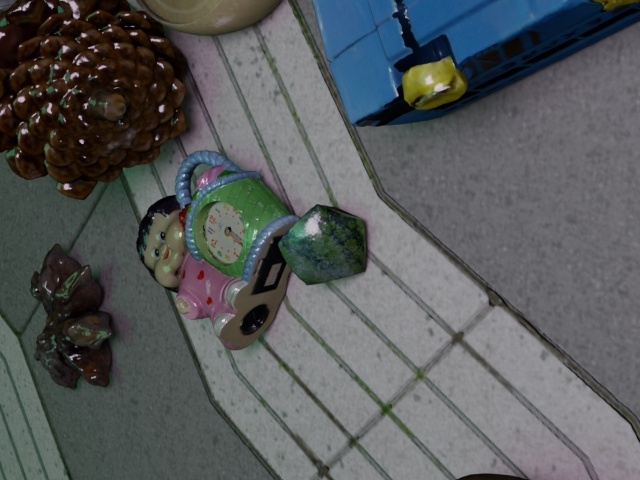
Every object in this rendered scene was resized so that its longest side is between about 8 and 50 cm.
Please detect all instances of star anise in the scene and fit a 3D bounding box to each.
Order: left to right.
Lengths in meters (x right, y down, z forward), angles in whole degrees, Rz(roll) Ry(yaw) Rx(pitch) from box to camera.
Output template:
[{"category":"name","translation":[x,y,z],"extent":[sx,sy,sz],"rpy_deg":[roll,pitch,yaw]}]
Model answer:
[{"category":"star anise","translation":[-0.345,0.117,1.488],"extent":[0.197,0.073,0.212],"rpy_deg":[12,108,45]}]

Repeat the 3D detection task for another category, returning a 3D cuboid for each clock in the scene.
[{"category":"clock","translation":[-0.122,0.000,1.235],"extent":[0.195,0.100,0.194],"rpy_deg":[37,117,31]}]

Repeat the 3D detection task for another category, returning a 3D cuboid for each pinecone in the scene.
[{"category":"pinecone","translation":[-0.287,-0.182,1.270],"extent":[0.264,0.264,0.264],"rpy_deg":[10,104,43]}]

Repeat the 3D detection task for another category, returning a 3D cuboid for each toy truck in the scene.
[{"category":"toy truck","translation":[0.169,-0.223,0.865],"extent":[0.385,0.162,0.161],"rpy_deg":[-25,80,43]}]

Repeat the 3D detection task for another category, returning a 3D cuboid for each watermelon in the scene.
[{"category":"watermelon","translation":[0.000,0.005,1.136],"extent":[0.072,0.092,0.084],"rpy_deg":[163,107,-83]}]

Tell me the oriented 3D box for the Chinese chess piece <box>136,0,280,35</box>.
[{"category":"Chinese chess piece","translation":[-0.123,-0.350,1.170],"extent":[0.250,0.103,0.249],"rpy_deg":[12,107,44]}]

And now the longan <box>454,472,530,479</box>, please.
[{"category":"longan","translation":[0.175,0.311,0.917],"extent":[0.246,0.215,0.246],"rpy_deg":[1,93,21]}]

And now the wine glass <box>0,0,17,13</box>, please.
[{"category":"wine glass","translation":[-0.485,-0.311,1.496],"extent":[0.196,0.165,0.165],"rpy_deg":[53,129,32]}]
